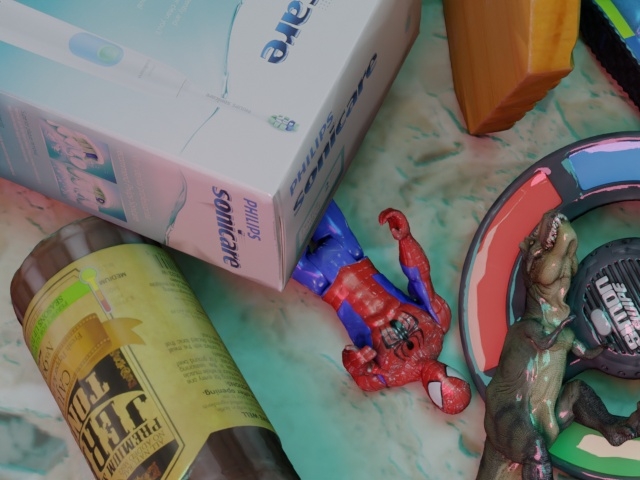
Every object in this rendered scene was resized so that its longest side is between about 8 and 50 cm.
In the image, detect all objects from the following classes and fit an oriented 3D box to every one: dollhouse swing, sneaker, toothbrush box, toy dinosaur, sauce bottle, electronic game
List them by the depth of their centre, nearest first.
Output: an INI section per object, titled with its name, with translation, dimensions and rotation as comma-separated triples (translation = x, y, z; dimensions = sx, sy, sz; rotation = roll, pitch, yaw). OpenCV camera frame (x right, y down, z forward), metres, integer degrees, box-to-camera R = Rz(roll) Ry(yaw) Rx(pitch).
[sauce bottle]
translation = -0.076, 0.134, 1.093
dimensions = 0.111, 0.111, 0.344
rotation = -29, 56, -8
[toothbrush box]
translation = -0.110, -0.132, 1.137
dimensions = 0.296, 0.126, 0.216
rotation = 20, 65, 13
[toy dinosaur]
translation = 0.140, 0.121, 1.139
dimensions = 0.118, 0.064, 0.268
rotation = 23, 97, 37
[dollhouse swing]
translation = 0.196, -0.273, 1.145
dimensions = 0.315, 0.347, 0.305
rotation = -22, 86, -7
[electronic game]
translation = 0.201, 0.043, 1.175
dimensions = 0.229, 0.048, 0.229
rotation = -1, 85, 17
[sneaker]
translation = 0.256, -0.099, 1.235
dimensions = 0.082, 0.069, 0.209
rotation = -27, 77, -13

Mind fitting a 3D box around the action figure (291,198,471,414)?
[action figure]
translation = 0.000, 0.000, 1.173
dimensions = 0.091, 0.139, 0.280
rotation = -42, 82, -10
